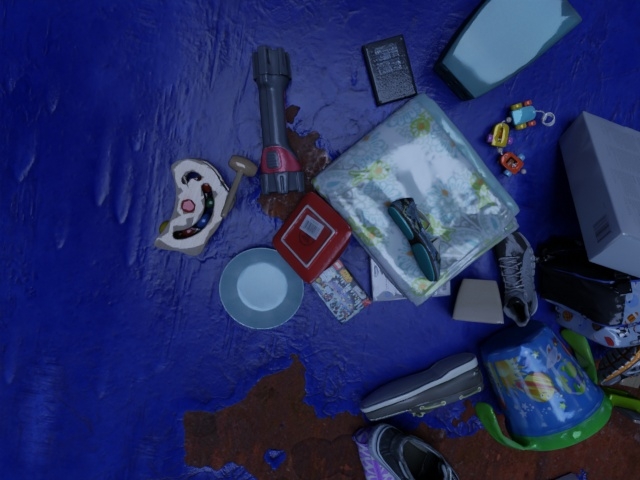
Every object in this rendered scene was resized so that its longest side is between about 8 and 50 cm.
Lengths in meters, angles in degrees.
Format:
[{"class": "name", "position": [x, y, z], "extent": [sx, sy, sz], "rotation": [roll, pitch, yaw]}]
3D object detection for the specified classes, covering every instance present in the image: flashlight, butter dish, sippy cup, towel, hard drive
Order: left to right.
[{"class": "flashlight", "position": [-0.092, -0.252, 1.014], "extent": [0.103, 0.103, 0.303], "rotation": [-6, 94, -28]}, {"class": "butter dish", "position": [0.000, 0.000, 1.047], "extent": [0.160, 0.118, 0.159], "rotation": [45, 104, 32]}, {"class": "hard drive", "position": [0.156, -0.380, 1.040], "extent": [0.094, 0.022, 0.135], "rotation": [-17, 98, -2]}, {"class": "towel", "position": [0.216, -0.088, 1.030], "extent": [0.321, 0.090, 0.374], "rotation": [-39, 91, -3]}, {"class": "sippy cup", "position": [0.493, 0.315, 1.068], "extent": [0.240, 0.305, 0.224], "rotation": [-31, 87, 30]}]

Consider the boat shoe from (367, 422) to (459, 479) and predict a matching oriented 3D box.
[{"class": "boat shoe", "position": [0.246, 0.551, 1.091], "extent": [0.335, 0.119, 0.121], "rotation": [42, 67, -25]}]

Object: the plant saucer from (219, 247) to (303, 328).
[{"class": "plant saucer", "position": [-0.137, 0.110, 1.089], "extent": [0.195, 0.037, 0.194], "rotation": [-1, 99, -3]}]

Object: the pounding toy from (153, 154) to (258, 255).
[{"class": "pounding toy", "position": [-0.269, -0.090, 0.994], "extent": [0.154, 0.155, 0.269], "rotation": [34, 95, -11]}]

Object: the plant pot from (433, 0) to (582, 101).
[{"class": "plant pot", "position": [0.368, -0.418, 0.980], "extent": [0.165, 0.165, 0.234], "rotation": [44, 100, -8]}]

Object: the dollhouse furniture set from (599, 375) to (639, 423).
[{"class": "dollhouse furniture set", "position": [0.829, 0.290, 1.106], "extent": [0.198, 0.151, 0.301], "rotation": [14, 97, -5]}]

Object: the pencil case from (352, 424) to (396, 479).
[{"class": "pencil case", "position": [0.146, 0.560, 1.144], "extent": [0.087, 0.088, 0.205], "rotation": [-17, 99, 0]}]

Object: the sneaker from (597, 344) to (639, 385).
[{"class": "sneaker", "position": [0.735, 0.269, 1.061], "extent": [0.083, 0.084, 0.215], "rotation": [41, 112, -1]}]

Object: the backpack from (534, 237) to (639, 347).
[{"class": "backpack", "position": [0.662, 0.109, 1.027], "extent": [0.264, 0.276, 0.212], "rotation": [-13, 106, -9]}]

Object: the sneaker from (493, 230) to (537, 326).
[{"class": "sneaker", "position": [0.447, 0.090, 1.060], "extent": [0.086, 0.132, 0.228], "rotation": [-13, 100, 31]}]

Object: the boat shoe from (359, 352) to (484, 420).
[{"class": "boat shoe", "position": [0.245, 0.368, 1.110], "extent": [0.305, 0.109, 0.091], "rotation": [-22, 94, -3]}]

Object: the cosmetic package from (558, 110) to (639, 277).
[{"class": "cosmetic package", "position": [0.670, -0.082, 0.955], "extent": [0.285, 0.377, 0.097], "rotation": [17, 140, -4]}]

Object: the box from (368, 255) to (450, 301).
[{"class": "box", "position": [0.210, 0.065, 1.100], "extent": [0.187, 0.038, 0.145], "rotation": [-5, 97, -3]}]

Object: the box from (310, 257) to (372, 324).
[{"class": "box", "position": [0.046, 0.119, 1.105], "extent": [0.094, 0.027, 0.137], "rotation": [-37, 98, 2]}]

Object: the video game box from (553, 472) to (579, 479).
[{"class": "video game box", "position": [0.603, 0.731, 1.212], "extent": [0.205, 0.048, 0.186], "rotation": [-22, 97, 1]}]

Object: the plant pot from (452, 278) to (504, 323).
[{"class": "plant pot", "position": [0.367, 0.141, 1.078], "extent": [0.109, 0.109, 0.096], "rotation": [3, 81, 19]}]

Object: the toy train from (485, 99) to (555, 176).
[{"class": "toy train", "position": [0.449, -0.236, 1.067], "extent": [0.125, 0.046, 0.166], "rotation": [33, 98, -8]}]

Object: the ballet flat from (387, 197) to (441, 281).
[{"class": "ballet flat", "position": [0.212, -0.007, 0.962], "extent": [0.070, 0.070, 0.188], "rotation": [-29, 95, 1]}]
